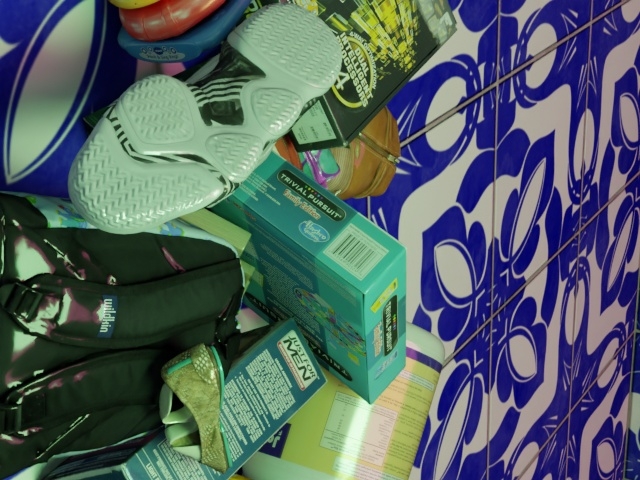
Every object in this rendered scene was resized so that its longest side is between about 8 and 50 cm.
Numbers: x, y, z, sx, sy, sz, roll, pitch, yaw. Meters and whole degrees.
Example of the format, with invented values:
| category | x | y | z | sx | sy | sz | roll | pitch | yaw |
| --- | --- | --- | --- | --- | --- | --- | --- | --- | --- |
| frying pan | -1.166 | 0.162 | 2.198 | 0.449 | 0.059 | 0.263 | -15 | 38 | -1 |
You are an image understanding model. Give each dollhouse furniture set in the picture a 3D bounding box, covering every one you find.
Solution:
| category | x | y | z | sx | sy | sz | roll | pitch | yaw |
| --- | --- | --- | --- | --- | --- | --- | --- | --- | --- |
| dollhouse furniture set | -0.161 | 0.046 | 1.520 | 0.123 | 0.144 | 0.151 | -63 | -176 | -23 |

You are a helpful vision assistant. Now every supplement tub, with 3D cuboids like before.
| category | x | y | z | sx | sy | sz | roll | pitch | yaw |
| --- | --- | --- | --- | --- | --- | --- | --- | --- | --- |
| supplement tub | 0.026 | 0.269 | 1.833 | 0.241 | 0.241 | 0.331 | 36 | 69 | -59 |

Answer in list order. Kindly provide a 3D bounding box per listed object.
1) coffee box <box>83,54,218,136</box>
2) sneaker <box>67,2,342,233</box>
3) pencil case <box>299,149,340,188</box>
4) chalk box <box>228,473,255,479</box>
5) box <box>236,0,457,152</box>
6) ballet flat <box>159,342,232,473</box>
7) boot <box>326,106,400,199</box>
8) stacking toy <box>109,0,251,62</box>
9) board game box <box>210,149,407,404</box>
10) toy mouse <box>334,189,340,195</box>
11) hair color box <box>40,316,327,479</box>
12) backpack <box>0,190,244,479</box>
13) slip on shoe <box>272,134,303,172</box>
| category | x | y | z | sx | sy | sz | roll | pitch | yaw |
| --- | --- | --- | --- | --- | --- | --- | --- | --- | --- |
| coffee box | -0.173 | -0.128 | 1.465 | 0.184 | 0.040 | 0.113 | -30 | 131 | -21 |
| sneaker | -0.135 | -0.092 | 1.302 | 0.366 | 0.137 | 0.210 | -44 | 180 | -39 |
| pencil case | -0.030 | -0.142 | 1.715 | 0.152 | 0.064 | 0.070 | 62 | 1 | -22 |
| chalk box | -0.165 | 0.414 | 1.666 | 0.132 | 0.132 | 0.213 | 5 | 97 | -62 |
| box | 0.000 | -0.357 | 1.591 | 0.318 | 0.097 | 0.395 | -49 | 121 | -42 |
| ballet flat | -0.132 | 0.180 | 1.314 | 0.067 | 0.073 | 0.206 | -17 | 138 | -13 |
| boot | 0.071 | -0.194 | 1.865 | 0.220 | 0.109 | 0.284 | 8 | 96 | -59 |
| stacking toy | -0.199 | -0.343 | 1.323 | 0.302 | 0.175 | 0.166 | 52 | 57 | -40 |
| board game box | -0.013 | 0.041 | 1.566 | 0.079 | 0.253 | 0.336 | -46 | 158 | -19 |
| toy mouse | 0.000 | 0.000 | 1.854 | 0.161 | 0.031 | 0.143 | -56 | 159 | 8 |
| hair color box | -0.161 | 0.232 | 1.539 | 0.347 | 0.173 | 0.105 | -38 | 104 | -49 |
| backpack | -0.235 | 0.079 | 1.328 | 0.355 | 0.273 | 0.290 | -3 | 103 | -39 |
| slip on shoe | -0.070 | -0.107 | 1.655 | 0.101 | 0.123 | 0.331 | -61 | 142 | -34 |
